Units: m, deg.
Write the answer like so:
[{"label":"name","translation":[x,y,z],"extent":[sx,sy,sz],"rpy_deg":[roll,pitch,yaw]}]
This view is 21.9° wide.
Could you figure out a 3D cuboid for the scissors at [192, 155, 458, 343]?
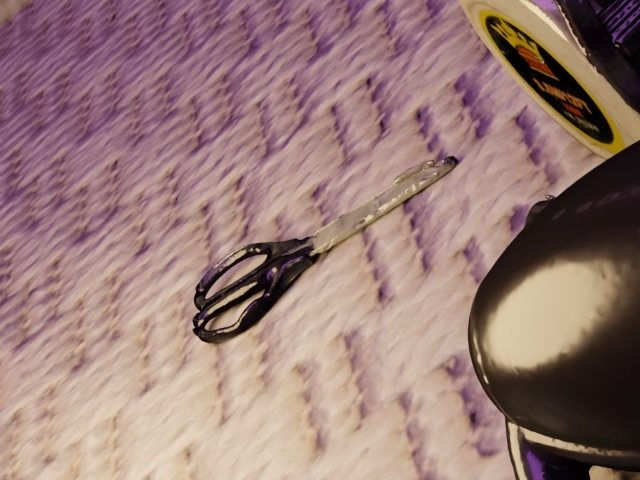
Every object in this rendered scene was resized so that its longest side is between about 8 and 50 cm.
[{"label":"scissors","translation":[0.000,0.000,1.521],"extent":[0.300,0.022,0.109],"rpy_deg":[-32,34,22]}]

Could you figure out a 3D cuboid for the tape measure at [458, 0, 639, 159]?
[{"label":"tape measure","translation":[0.222,-0.155,1.212],"extent":[0.133,0.231,0.271],"rpy_deg":[-43,28,-1]}]

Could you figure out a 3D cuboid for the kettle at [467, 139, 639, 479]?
[{"label":"kettle","translation":[0.213,0.068,0.991],"extent":[0.290,0.207,0.268],"rpy_deg":[-24,61,43]}]
